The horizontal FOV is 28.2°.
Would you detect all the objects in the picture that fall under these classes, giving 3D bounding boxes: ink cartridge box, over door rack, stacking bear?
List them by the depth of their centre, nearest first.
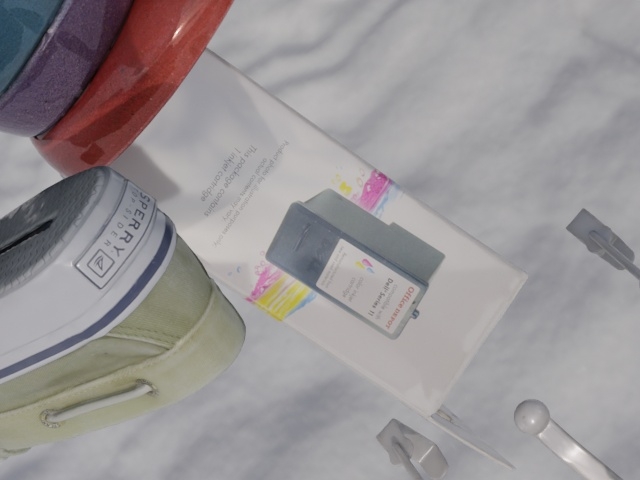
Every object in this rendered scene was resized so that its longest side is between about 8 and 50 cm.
[{"bbox_3d":[-0.210,-0.164,0.644,0.164,0.289,0.175,-56,27,8],"label":"stacking bear"},{"bbox_3d":[0.149,0.116,0.817,0.239,0.108,0.324,-49,22,7],"label":"over door rack"},{"bbox_3d":[0.000,0.000,0.876,0.119,0.353,0.207,-55,14,-1],"label":"ink cartridge box"}]

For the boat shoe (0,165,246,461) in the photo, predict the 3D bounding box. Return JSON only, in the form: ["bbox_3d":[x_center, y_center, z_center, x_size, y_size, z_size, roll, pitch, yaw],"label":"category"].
[{"bbox_3d":[-0.160,0.061,0.574,0.302,0.094,0.109,-20,30,43],"label":"boat shoe"}]
